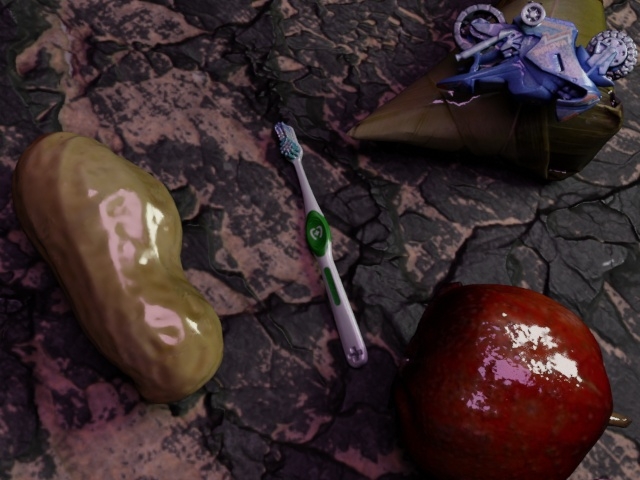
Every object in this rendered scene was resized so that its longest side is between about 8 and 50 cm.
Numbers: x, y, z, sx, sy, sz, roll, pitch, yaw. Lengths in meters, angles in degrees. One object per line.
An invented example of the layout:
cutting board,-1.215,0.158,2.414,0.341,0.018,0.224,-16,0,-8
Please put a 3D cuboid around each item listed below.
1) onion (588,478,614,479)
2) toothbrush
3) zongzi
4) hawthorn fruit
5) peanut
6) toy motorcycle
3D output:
onion,0.288,0.301,1.082,0.115,0.104,0.115,-10,70,29
toothbrush,0.001,0.000,1.193,0.030,0.030,0.304,-12,70,-18
zongzi,0.191,-0.235,1.282,0.317,0.154,0.290,4,62,-6
hawthorn fruit,0.195,0.156,1.073,0.249,0.215,0.215,18,62,-9
peanut,-0.201,0.015,1.075,0.147,0.147,0.319,-27,71,-23
toy motorcycle,0.237,-0.192,1.157,0.205,0.076,0.114,14,86,12
